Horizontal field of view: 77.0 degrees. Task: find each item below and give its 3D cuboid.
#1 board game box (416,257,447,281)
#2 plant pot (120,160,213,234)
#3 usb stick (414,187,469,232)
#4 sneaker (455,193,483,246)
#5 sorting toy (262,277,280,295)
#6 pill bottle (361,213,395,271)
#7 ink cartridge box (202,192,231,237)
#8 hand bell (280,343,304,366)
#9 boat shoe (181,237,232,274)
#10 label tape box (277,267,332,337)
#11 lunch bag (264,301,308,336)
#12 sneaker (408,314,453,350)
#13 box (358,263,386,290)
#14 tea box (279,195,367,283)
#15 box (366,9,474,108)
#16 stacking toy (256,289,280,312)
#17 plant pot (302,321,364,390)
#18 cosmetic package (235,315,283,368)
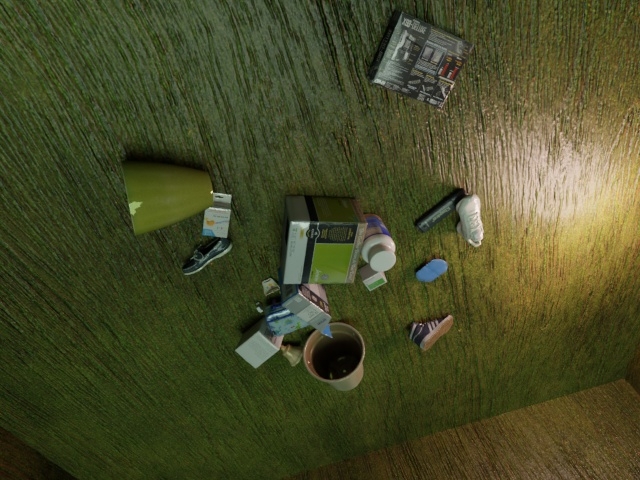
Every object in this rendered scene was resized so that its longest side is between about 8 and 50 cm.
[{"bbox_3d":[0.577,0.149,2.098,0.133,0.033,0.169,29,120,-33],"label":"board game box"},{"bbox_3d":[-0.566,-0.177,1.514,0.294,0.274,0.274,-11,128,-24],"label":"plant pot"},{"bbox_3d":[0.568,-0.138,1.879,0.278,0.045,0.077,-39,124,17],"label":"usb stick"},{"bbox_3d":[0.704,-0.091,1.844,0.114,0.152,0.305,-25,140,2],"label":"sneaker"},{"bbox_3d":[-0.248,0.221,1.976,0.083,0.044,0.075,-25,119,7],"label":"sorting toy"},{"bbox_3d":[0.240,0.011,1.778,0.153,0.272,0.152,-6,126,-8],"label":"pill bottle"},{"bbox_3d":[-0.434,-0.106,1.688,0.105,0.061,0.181,6,123,-16],"label":"ink cartridge box"},{"bbox_3d":[-0.224,0.583,2.216,0.242,0.126,0.126,35,113,-18],"label":"hand bell"},{"bbox_3d":[-0.512,0.062,1.772,0.255,0.095,0.079,-29,127,8],"label":"boat shoe"},{"bbox_3d":[-0.043,0.280,1.928,0.115,0.249,0.348,-40,123,17],"label":"label tape box"},{"bbox_3d":[-0.165,0.379,2.019,0.219,0.090,0.176,-17,126,-6],"label":"lunch bag"},{"bbox_3d":[0.633,0.503,2.335,0.282,0.153,0.099,-34,128,-24],"label":"sneaker"},{"bbox_3d":[0.260,0.174,2.006,0.101,0.102,0.087,-30,123,12],"label":"box"},{"bbox_3d":[0.000,0.000,1.755,0.324,0.219,0.328,2,125,-12],"label":"tea box"},{"bbox_3d":[0.356,-0.645,1.452,0.308,0.076,0.242,11,122,-19],"label":"box"},{"bbox_3d":[-0.205,0.354,2.072,0.167,0.052,0.221,-30,126,10],"label":"stacking toy"},{"bbox_3d":[0.103,0.676,2.228,0.334,0.333,0.305,-19,137,2],"label":"plant pot"},{"bbox_3d":[-0.313,0.527,2.089,0.184,0.151,0.151,-40,102,18],"label":"cosmetic package"}]
